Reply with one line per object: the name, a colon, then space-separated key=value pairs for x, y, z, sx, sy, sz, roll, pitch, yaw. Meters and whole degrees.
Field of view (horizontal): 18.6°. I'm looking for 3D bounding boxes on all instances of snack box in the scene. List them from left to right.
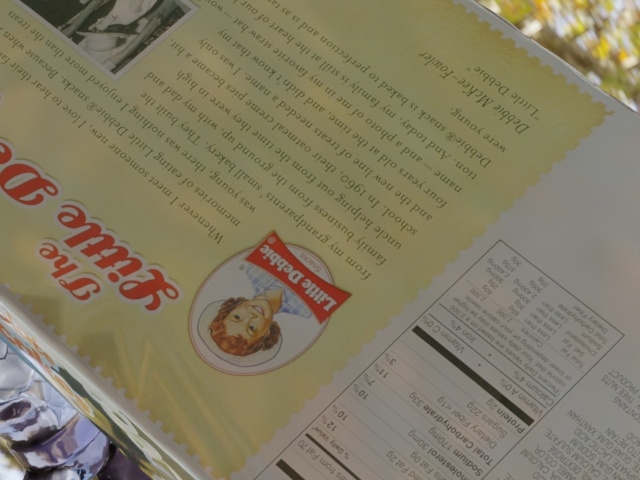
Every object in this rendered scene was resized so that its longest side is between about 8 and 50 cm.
snack box: x=0.000 y=0.000 z=0.645 sx=0.187 sy=0.060 sz=0.322 roll=-43 pitch=-116 yaw=-17

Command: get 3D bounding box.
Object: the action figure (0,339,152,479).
action figure: x=-0.099 y=0.095 z=0.830 sx=0.099 sy=0.285 sz=0.185 roll=2 pitch=-144 yaw=43
